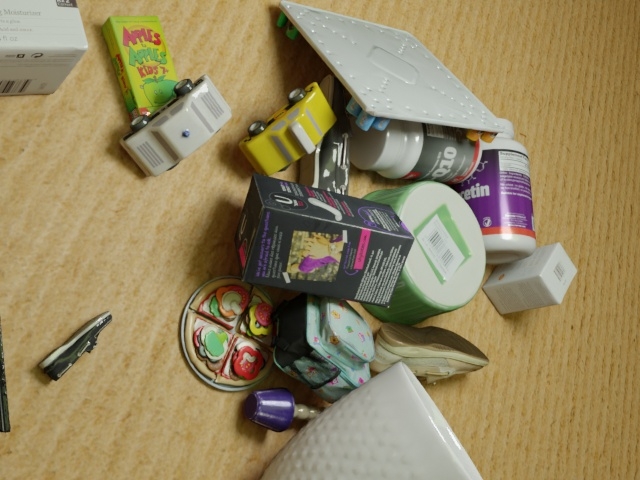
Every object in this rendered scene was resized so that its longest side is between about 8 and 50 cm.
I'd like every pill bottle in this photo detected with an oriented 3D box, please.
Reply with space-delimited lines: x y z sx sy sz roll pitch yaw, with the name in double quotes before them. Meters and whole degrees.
"pill bottle" 0.203 -0.210 1.416 0.283 0.161 0.161 0 78 -37
"pill bottle" 0.403 -0.115 1.531 0.181 0.181 0.323 10 72 -35

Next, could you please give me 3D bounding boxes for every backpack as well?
"backpack" 0.016 0.190 1.154 0.188 0.144 0.166 53 16 -31

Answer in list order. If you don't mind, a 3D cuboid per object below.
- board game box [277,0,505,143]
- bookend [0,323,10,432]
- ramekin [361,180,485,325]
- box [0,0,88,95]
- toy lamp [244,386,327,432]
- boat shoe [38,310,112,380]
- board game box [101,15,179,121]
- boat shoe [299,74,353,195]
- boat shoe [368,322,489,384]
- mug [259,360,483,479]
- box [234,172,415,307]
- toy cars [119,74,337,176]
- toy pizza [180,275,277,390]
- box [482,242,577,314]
"board game box" 0.142 -0.345 1.351 0.390 0.050 0.390 -2 45 -38
"bookend" -0.495 0.182 0.833 0.157 0.072 0.156 -2 80 -37
"ramekin" 0.207 0.022 1.365 0.303 0.148 0.303 11 72 -35
"box" -0.455 -0.289 0.917 0.181 0.182 0.119 -14 88 -39
"toy lamp" -0.009 0.312 1.169 0.274 0.080 0.080 15 69 -33
"boat shoe" -0.356 0.155 0.964 0.125 0.046 0.038 -45 106 -33
"board game box" -0.303 -0.294 1.124 0.092 0.043 0.181 -17 89 -39
"boat shoe" 0.018 -0.160 1.291 0.095 0.112 0.335 15 76 -25
"boat shoe" 0.227 0.246 1.365 0.302 0.109 0.098 13 110 -35
"mug" 0.085 0.417 1.079 0.276 0.328 0.374 59 5 34
"box" 0.000 0.000 1.133 0.270 0.165 0.143 12 111 -17
"toy cars" -0.138 -0.188 1.120 0.393 0.087 0.176 -3 113 -28
"toy pizza" -0.147 0.159 1.132 0.201 0.032 0.201 10 72 -35
"box" 0.501 0.093 1.558 0.091 0.170 0.130 53 53 -13
